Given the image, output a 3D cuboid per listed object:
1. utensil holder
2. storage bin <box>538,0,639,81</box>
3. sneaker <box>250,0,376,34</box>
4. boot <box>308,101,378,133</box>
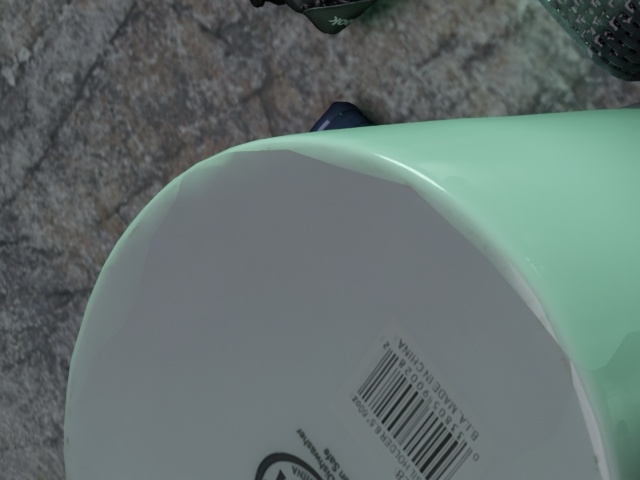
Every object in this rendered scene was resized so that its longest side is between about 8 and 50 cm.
[{"bbox_3d":[0.112,0.092,0.787,0.328,0.385,0.327,6,99,40],"label":"utensil holder"},{"bbox_3d":[0.165,-0.182,0.883,0.180,0.122,0.084,54,125,22],"label":"storage bin"},{"bbox_3d":[0.029,-0.189,1.030,0.234,0.078,0.106,10,104,43],"label":"sneaker"},{"bbox_3d":[0.000,0.000,1.086,0.086,0.069,0.190,46,113,35],"label":"boot"}]
